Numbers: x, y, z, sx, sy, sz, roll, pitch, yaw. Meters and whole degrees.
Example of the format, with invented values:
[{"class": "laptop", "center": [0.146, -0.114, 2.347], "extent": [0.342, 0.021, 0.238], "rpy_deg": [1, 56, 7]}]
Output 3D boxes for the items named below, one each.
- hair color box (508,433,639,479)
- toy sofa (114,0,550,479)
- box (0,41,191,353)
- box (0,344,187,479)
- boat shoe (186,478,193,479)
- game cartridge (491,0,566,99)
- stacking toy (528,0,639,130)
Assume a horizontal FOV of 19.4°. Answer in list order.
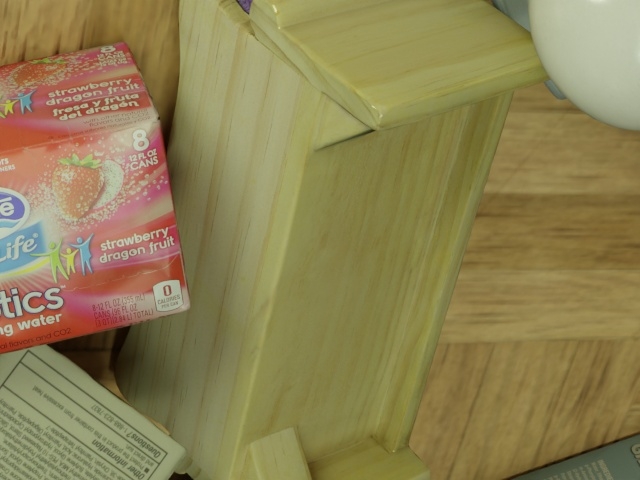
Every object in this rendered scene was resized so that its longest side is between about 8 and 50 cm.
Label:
[{"class": "hair color box", "center": [0.236, 0.263, 1.468], "extent": [0.375, 0.113, 0.185], "rpy_deg": [-19, 131, -5]}, {"class": "toy sofa", "center": [0.000, 0.000, 1.164], "extent": [0.150, 0.177, 0.362], "rpy_deg": [-18, 136, -37]}, {"class": "box", "center": [-0.213, -0.013, 1.061], "extent": [0.257, 0.122, 0.128], "rpy_deg": [-13, 121, -9]}, {"class": "box", "center": [-0.241, 0.204, 1.141], "extent": [0.148, 0.121, 0.311], "rpy_deg": [42, 79, -25]}, {"class": "boat shoe", "center": [-0.049, 0.171, 1.328], "extent": [0.183, 0.065, 0.083], "rpy_deg": [-6, 129, -24]}, {"class": "game cartridge", "center": [0.175, -0.220, 1.088], "extent": [0.196, 0.060, 0.294], "rpy_deg": [-19, 132, 2]}, {"class": "stacking toy", "center": [0.319, -0.065, 1.095], "extent": [0.480, 0.350, 0.350], "rpy_deg": [27, 116, -27]}]
